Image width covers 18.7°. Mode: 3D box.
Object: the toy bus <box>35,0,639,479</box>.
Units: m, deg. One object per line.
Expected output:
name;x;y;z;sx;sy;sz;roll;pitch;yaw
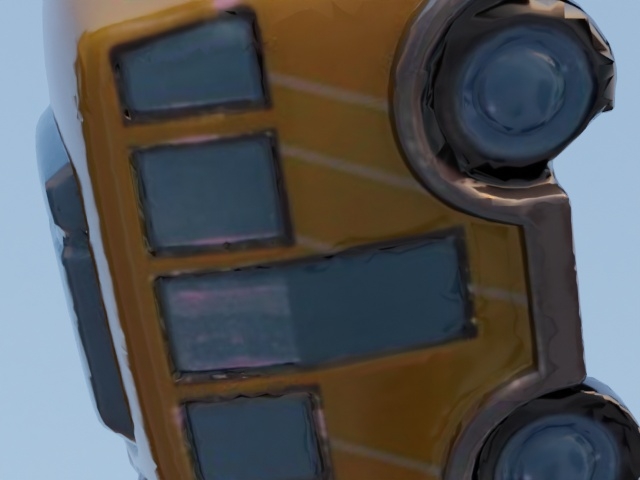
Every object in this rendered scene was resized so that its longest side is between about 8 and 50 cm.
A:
toy bus;0.000;0.000;0.512;0.136;0.126;0.209;-12;-65;-6
